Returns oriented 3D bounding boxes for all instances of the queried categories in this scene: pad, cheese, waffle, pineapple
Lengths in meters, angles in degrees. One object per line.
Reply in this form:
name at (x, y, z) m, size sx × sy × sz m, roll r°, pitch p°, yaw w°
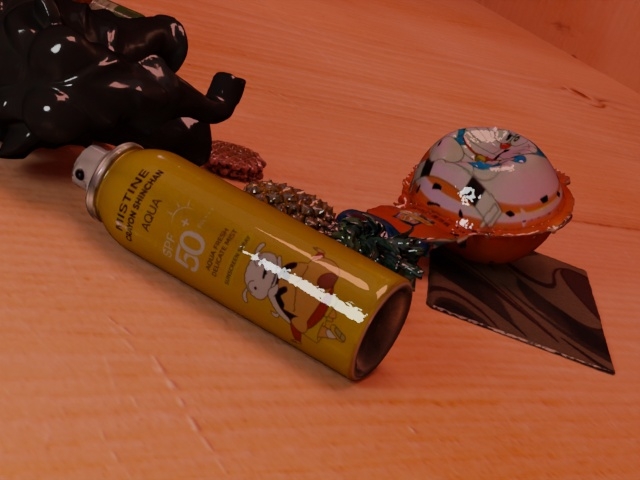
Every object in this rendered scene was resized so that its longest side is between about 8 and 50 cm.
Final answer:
pad at (0.230, 0.054, 1.517) m, size 0.220 × 0.004 × 0.330 m, roll 20°, pitch 19°, yaw -2°
cheese at (0.166, -0.041, 1.509) m, size 0.329 × 0.129 × 0.217 m, roll -20°, pitch 36°, yaw -36°
waffle at (-0.108, -0.098, 1.547) m, size 0.083 × 0.029 × 0.075 m, roll 9°, pitch 22°, yaw -24°
pineapple at (0.000, 0.001, 1.309) m, size 0.221 × 0.103 × 0.083 m, roll 19°, pitch 43°, yaw 5°

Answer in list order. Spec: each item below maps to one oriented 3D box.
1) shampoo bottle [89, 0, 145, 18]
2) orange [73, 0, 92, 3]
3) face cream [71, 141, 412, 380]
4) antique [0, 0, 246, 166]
shampoo bottle at (-0.318, -0.323, 1.891) m, size 0.204 × 0.065 × 0.065 m, roll 24°, pitch 20°, yaw 9°
orange at (-0.429, -0.389, 1.592) m, size 0.322 × 0.322 × 0.357 m, roll 8°, pitch 14°, yaw -33°
face cream at (-0.087, 0.003, 1.185) m, size 0.349 × 0.105 × 0.105 m, roll 29°, pitch 21°, yaw 21°
antique at (-0.268, -0.174, 1.350) m, size 0.322 × 0.185 × 0.255 m, roll 17°, pitch 7°, yaw 32°
